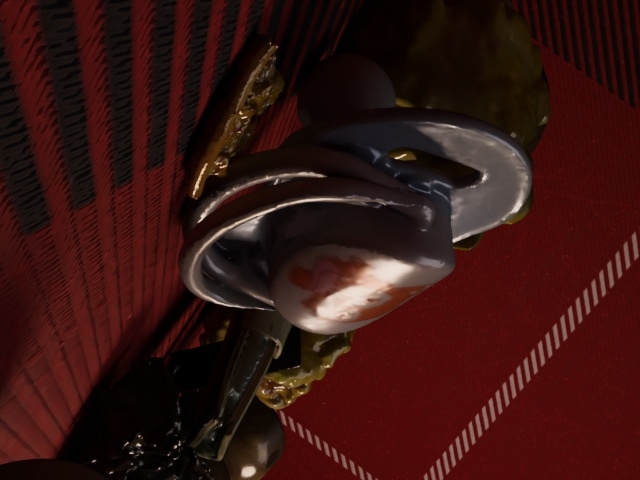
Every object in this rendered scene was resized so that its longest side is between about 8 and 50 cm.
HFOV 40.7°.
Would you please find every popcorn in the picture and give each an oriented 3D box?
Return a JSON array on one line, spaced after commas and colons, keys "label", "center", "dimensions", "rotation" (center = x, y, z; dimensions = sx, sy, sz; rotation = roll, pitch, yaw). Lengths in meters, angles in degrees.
[{"label": "popcorn", "center": [-0.060, 0.139, 1.252], "dimensions": [0.226, 0.203, 0.200], "rotation": [-12, 174, -12]}, {"label": "popcorn", "center": [0.108, -0.120, 0.884], "dimensions": [0.250, 0.235, 0.241], "rotation": [159, -51, -71]}]

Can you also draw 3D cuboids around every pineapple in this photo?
[{"label": "pineapple", "center": [-0.188, 0.265, 0.925], "dimensions": [0.202, 0.202, 0.362], "rotation": [-53, 167, -47]}]

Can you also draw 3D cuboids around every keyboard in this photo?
[{"label": "keyboard", "center": [-0.116, 0.159, 1.143], "dimensions": [0.202, 0.011, 0.067], "rotation": [-16, -125, 21]}]

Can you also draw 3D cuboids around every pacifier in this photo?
[{"label": "pacifier", "center": [0.015, -0.058, 0.703], "dimensions": [0.299, 0.244, 0.233], "rotation": [-39, -138, 45]}]

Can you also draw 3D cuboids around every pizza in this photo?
[{"label": "pizza", "center": [-0.044, -0.087, 0.558], "dimensions": [0.123, 0.026, 0.108], "rotation": [-57, 180, 32]}]

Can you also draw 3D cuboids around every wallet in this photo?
[{"label": "wallet", "center": [-0.080, 0.098, 1.036], "dimensions": [0.223, 0.077, 0.309], "rotation": [131, -21, -64]}]

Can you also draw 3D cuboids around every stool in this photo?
[{"label": "stool", "center": [-0.197, 0.333, 1.248], "dimensions": [0.264, 0.179, 0.179], "rotation": [-40, 168, -44]}]

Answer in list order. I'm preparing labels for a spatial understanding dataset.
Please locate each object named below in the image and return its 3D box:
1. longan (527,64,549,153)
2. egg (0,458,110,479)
[{"label": "longan", "center": [0.175, -0.177, 1.142], "dimensions": [0.258, 0.258, 0.258], "rotation": [-55, 178, -2]}, {"label": "egg", "center": [-0.182, 0.213, 0.482], "dimensions": [0.192, 0.149, 0.149], "rotation": [-53, 178, -27]}]
